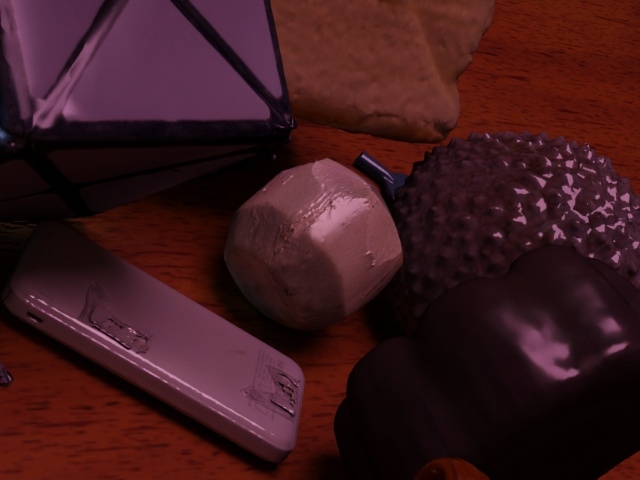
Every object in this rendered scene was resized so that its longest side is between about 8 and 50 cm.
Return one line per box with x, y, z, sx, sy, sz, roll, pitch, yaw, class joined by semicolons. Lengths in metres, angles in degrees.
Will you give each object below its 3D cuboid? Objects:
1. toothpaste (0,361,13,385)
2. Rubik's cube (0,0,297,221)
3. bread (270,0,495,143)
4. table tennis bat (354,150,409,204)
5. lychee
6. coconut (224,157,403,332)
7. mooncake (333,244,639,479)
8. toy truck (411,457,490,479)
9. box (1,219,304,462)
-0.299;0.107;1.275;0.045;0.028;0.170;52;27;12;toothpaste
-0.239;-0.185;1.389;0.310;0.305;0.307;-3;80;-46;Rubik's cube
-0.059;-0.277;1.721;0.390;0.279;0.371;7;9;-36;bread
0.105;-0.051;1.971;0.155;0.019;0.100;38;29;-3;table tennis bat
0.202;0.021;1.719;0.300;0.300;0.300;28;30;-18;lychee
0.001;-0.001;1.612;0.161;0.161;0.162;43;68;10;coconut
0.164;0.138;1.465;0.306;0.306;0.154;1;48;-48;mooncake
0.131;0.305;1.287;0.204;0.212;0.288;23;28;-24;toy truck
-0.140;0.086;1.469;0.285;0.044;0.142;31;27;-11;box
